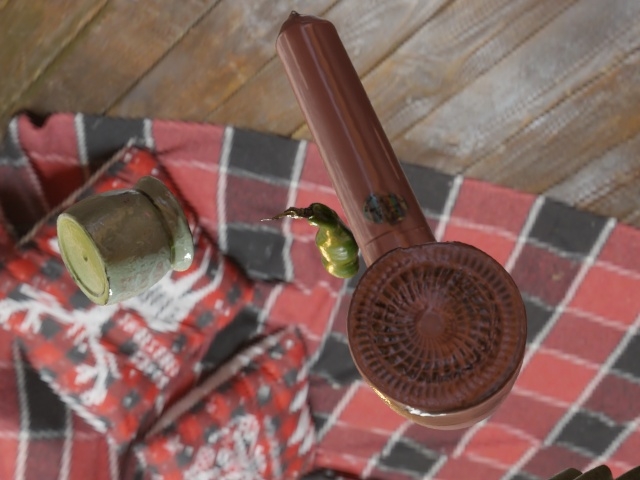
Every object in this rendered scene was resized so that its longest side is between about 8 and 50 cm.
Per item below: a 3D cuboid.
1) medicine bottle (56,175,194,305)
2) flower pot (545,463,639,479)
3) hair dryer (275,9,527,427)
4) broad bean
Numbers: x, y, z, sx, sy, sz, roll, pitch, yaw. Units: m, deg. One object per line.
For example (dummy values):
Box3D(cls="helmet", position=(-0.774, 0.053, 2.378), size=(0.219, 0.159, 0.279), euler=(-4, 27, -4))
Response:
Box3D(cls="medicine bottle", position=(-0.261, -0.001, 1.684), size=(0.147, 0.143, 0.147), euler=(37, 141, 37))
Box3D(cls="flower pot", position=(0.411, 0.490, 1.680), size=(0.254, 0.164, 0.368), euler=(-9, 89, 38))
Box3D(cls="hair dryer", position=(0.052, -0.024, 0.981), size=(0.125, 0.352, 0.210), euler=(-23, 167, 3))
Box3D(cls="broad bean", position=(0.011, -0.002, 2.055), size=(0.098, 0.056, 0.318), euler=(-9, 157, 20))
